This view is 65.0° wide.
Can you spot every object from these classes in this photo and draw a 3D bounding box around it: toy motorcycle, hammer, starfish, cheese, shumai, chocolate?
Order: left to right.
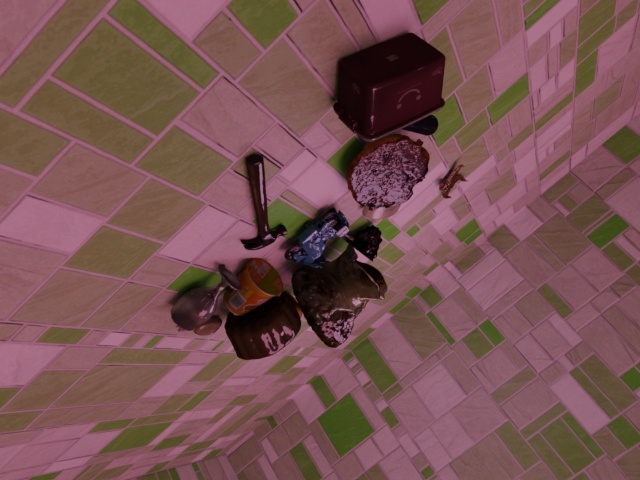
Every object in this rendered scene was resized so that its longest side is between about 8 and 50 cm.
[{"bbox_3d":[-0.473,0.337,1.956,0.097,0.037,0.192,-48,153,20],"label":"cheese"},{"bbox_3d":[-0.185,-0.110,1.565,0.168,0.044,0.439,-29,153,-19],"label":"hammer"},{"bbox_3d":[0.000,0.000,1.889,0.272,0.123,0.182,-42,143,12],"label":"toy motorcycle"},{"bbox_3d":[0.095,0.215,2.047,0.348,0.394,0.395,-26,154,2],"label":"shumai"},{"bbox_3d":[0.200,-0.005,2.132,0.133,0.156,0.156,-54,153,0],"label":"chocolate"},{"bbox_3d":[0.594,-0.262,2.266,0.138,0.050,0.247,-41,161,8],"label":"starfish"}]

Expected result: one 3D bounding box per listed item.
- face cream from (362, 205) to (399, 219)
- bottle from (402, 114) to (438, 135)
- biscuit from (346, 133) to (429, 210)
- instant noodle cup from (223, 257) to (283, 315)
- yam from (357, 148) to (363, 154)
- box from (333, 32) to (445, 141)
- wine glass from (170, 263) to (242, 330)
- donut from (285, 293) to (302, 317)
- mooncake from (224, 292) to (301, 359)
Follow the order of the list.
[{"bbox_3d":[0.283,-0.223,1.900,0.174,0.081,0.348,-12,146,-29],"label":"face cream"},{"bbox_3d":[0.295,-0.394,1.649,0.245,0.082,0.072,-3,94,-50],"label":"bottle"},{"bbox_3d":[0.227,-0.236,1.718,0.290,0.081,0.334,-18,145,-2],"label":"biscuit"},{"bbox_3d":[-0.257,0.183,1.848,0.185,0.168,0.168,-41,155,28],"label":"instant noodle cup"},{"bbox_3d":[0.157,-0.272,1.731,0.033,0.027,0.129,-37,155,4],"label":"yam"},{"bbox_3d":[0.187,-0.420,1.352,0.294,0.193,0.167,-27,144,-17],"label":"box"},{"bbox_3d":[-0.394,0.200,1.729,0.241,0.126,0.126,-40,154,8],"label":"wine glass"},{"bbox_3d":[-0.187,0.330,2.211,0.227,0.113,0.226,-29,152,-17],"label":"donut"},{"bbox_3d":[-0.225,0.319,1.952,0.291,0.290,0.161,-30,112,-13],"label":"mooncake"}]
